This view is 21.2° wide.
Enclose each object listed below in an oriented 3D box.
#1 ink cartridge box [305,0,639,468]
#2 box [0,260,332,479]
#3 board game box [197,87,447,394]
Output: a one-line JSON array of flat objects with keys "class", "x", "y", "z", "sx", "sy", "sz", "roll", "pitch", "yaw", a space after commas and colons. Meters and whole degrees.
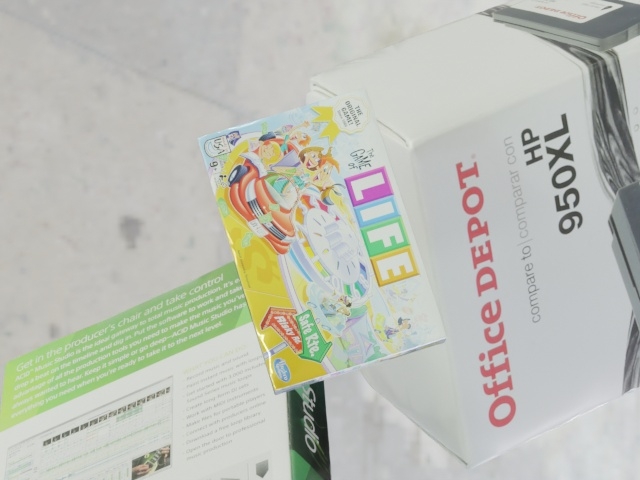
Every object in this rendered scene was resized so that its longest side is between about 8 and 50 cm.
[{"class": "ink cartridge box", "x": 0.215, "y": -0.042, "z": 1.328, "sx": 0.395, "sy": 0.166, "sz": 0.285, "roll": -23, "pitch": 119, "yaw": -19}, {"class": "box", "x": -0.105, "y": 0.163, "z": 1.091, "sx": 0.058, "sy": 0.232, "sz": 0.322, "roll": 52, "pitch": 22, "yaw": -39}, {"class": "board game box", "x": 0.000, "y": 0.000, "z": 0.986, "sx": 0.026, "sy": 0.103, "sz": 0.154, "roll": 95, "pitch": -22, "yaw": -79}]
